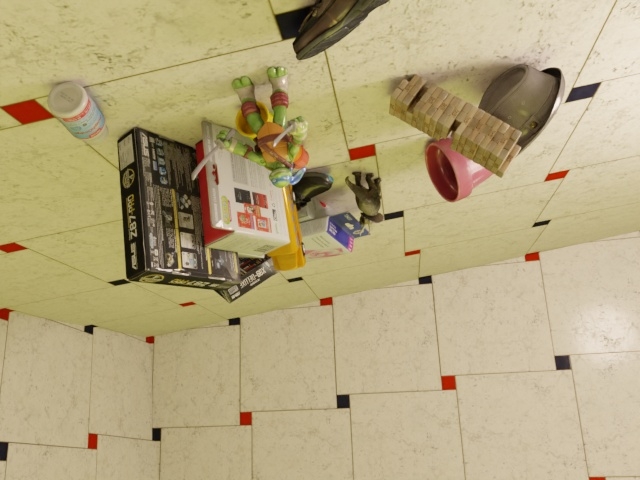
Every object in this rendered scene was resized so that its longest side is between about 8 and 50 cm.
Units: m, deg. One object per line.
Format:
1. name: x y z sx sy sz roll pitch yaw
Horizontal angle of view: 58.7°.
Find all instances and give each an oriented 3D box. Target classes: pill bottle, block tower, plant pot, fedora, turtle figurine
1. pill bottle: -0.546 -0.283 1.299 0.087 0.087 0.160 -9 162 -1
2. block tower: 0.337 -0.291 1.421 0.335 0.091 0.097 34 168 13
3. plant pot: 0.457 -0.244 1.796 0.180 0.201 0.201 -23 164 -10
4. fedora: 0.495 -0.347 1.478 0.124 0.243 0.275 27 133 -15
5. turtle figurine: -0.133 -0.265 1.275 0.275 0.266 0.198 7 156 -42

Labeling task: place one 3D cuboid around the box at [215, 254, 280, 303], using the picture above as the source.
1. box: -0.326 0.098 2.182 0.242 0.076 0.307 -33 -148 -23

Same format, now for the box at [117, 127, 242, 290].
1. box: -0.375 -0.074 1.529 0.097 0.394 0.318 -24 158 34

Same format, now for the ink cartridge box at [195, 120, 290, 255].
1. ink cartridge box: -0.239 -0.136 1.548 0.130 0.309 0.272 -23 157 36

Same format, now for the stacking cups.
1. stacking cups: -0.109 -0.272 1.554 0.096 0.096 0.316 -16 162 20

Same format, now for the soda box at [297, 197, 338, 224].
1. soda box: -0.025 -0.089 2.139 0.091 0.098 0.286 -16 161 23

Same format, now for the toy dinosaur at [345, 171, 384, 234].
1. toy dinosaur: 0.165 -0.145 1.963 0.121 0.160 0.313 -13 161 6

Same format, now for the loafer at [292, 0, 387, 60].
1. loafer: 0.043 -0.460 1.101 0.302 0.095 0.109 -23 -172 47

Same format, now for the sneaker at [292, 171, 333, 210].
1. sneaker: -0.102 -0.127 1.921 0.341 0.139 0.125 -20 158 25

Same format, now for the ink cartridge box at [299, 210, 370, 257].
1. ink cartridge box: 0.000 0.000 2.162 0.330 0.071 0.324 -13 162 17

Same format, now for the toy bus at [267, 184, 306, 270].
1. toy bus: -0.129 -0.063 1.805 0.108 0.332 0.130 -8 -167 8

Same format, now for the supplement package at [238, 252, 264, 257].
1. supplement package: -0.354 -0.022 2.019 0.204 0.145 0.262 -1 172 40
